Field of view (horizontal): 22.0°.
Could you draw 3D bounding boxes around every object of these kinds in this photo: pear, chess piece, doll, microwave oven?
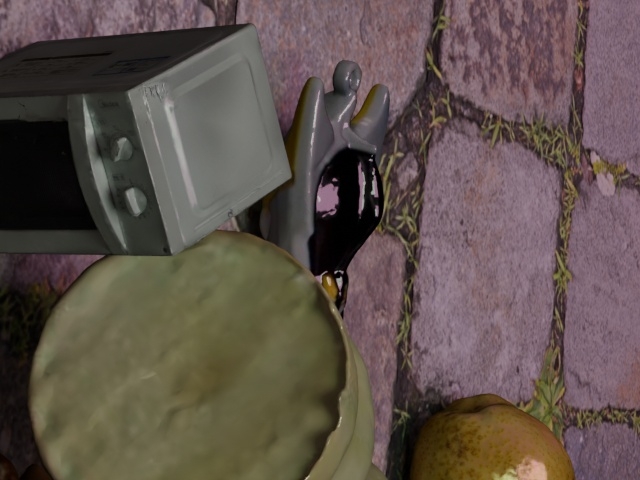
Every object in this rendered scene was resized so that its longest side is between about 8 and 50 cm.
[{"bbox_3d":[0.168,0.239,1.650,0.178,0.178,0.178,-2,93,-55],"label":"pear"},{"bbox_3d":[-0.036,0.195,1.240,0.442,0.234,0.234,64,41,-56],"label":"chess piece"},{"bbox_3d":[0.001,0.000,1.442,0.145,0.103,0.316,2,98,-40],"label":"doll"},{"bbox_3d":[-0.149,-0.066,1.131,0.162,0.208,0.122,-36,119,-49],"label":"microwave oven"}]

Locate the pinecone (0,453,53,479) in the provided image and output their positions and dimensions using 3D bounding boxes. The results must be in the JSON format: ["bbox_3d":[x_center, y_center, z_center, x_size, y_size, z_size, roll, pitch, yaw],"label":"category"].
[{"bbox_3d":[-0.265,0.199,0.956,0.309,0.244,0.244,-4,94,-65],"label":"pinecone"}]
